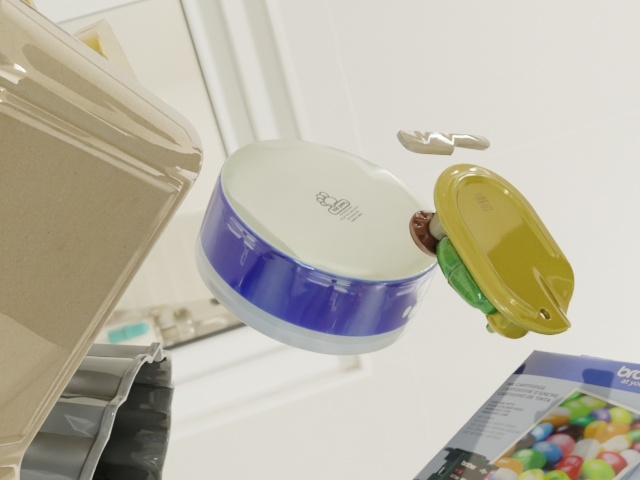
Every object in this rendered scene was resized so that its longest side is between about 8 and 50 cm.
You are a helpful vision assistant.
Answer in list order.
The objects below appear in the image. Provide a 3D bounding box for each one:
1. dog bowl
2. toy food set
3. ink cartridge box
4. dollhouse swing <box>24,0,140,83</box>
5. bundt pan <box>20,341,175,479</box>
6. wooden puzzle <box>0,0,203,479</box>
[{"bbox_3d":[0.000,0.000,1.046,0.265,0.265,0.104,-114,-142,-48],"label":"dog bowl"},{"bbox_3d":[0.142,0.004,0.854,0.071,0.128,0.218,-47,-117,42],"label":"toy food set"},{"bbox_3d":[0.194,0.182,0.773,0.186,0.311,0.065,1,-58,55],"label":"ink cartridge box"},{"bbox_3d":[-0.328,-0.115,0.654,0.305,0.346,0.315,65,-3,-20],"label":"dollhouse swing"},{"bbox_3d":[-0.239,0.246,0.863,0.331,0.124,0.331,11,90,-87],"label":"bundt pan"},{"bbox_3d":[-0.153,0.023,0.432,0.044,0.239,0.221,27,-1,14],"label":"wooden puzzle"}]
